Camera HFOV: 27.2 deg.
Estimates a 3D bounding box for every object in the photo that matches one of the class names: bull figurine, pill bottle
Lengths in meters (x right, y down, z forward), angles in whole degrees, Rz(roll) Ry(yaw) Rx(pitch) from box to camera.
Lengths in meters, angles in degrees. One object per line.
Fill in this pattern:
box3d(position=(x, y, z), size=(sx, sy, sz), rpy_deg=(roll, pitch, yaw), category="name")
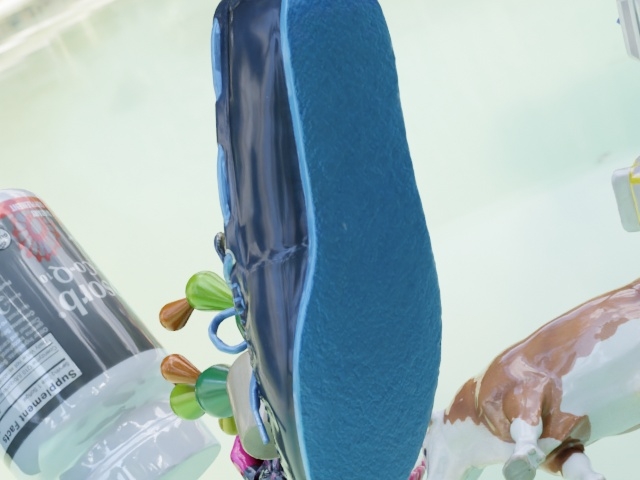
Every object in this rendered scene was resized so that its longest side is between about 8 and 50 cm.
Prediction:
box3d(position=(0.196, 0.112, 0.971), size=(0.310, 0.101, 0.188), rpy_deg=(-35, 19, 7), category="bull figurine")
box3d(position=(-0.284, 0.137, 1.430), size=(0.210, 0.363, 0.210), rpy_deg=(-39, -14, -11), category="pill bottle")

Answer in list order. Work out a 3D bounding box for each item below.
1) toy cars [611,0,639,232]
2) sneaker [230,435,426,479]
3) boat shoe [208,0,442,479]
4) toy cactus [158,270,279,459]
box3d(position=(0.332, -0.138, 1.322), size=(0.087, 0.176, 0.394), rpy_deg=(-9, 63, 22), category="toy cars")
box3d(position=(0.001, 0.221, 1.175), size=(0.121, 0.112, 0.299), rpy_deg=(-68, 17, -11), category="sneaker")
box3d(position=(0.000, 0.000, 0.635), size=(0.109, 0.258, 0.089), rpy_deg=(-4, 5, -39), category="boat shoe")
box3d(position=(-0.034, 0.074, 0.883), size=(0.219, 0.112, 0.180), rpy_deg=(-39, 31, 23), category="toy cactus")
